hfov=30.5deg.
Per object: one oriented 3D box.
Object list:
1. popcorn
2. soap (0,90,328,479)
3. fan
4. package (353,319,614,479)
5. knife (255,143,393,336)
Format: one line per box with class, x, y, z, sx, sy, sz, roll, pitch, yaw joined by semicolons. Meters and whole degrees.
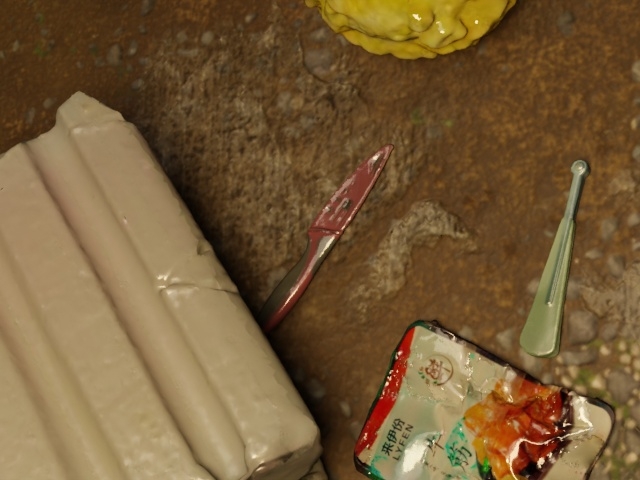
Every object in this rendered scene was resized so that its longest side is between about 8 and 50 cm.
popcorn;0.080;-0.303;1.160;0.233;0.192;0.266;-45;69;6
soap;-0.236;0.129;1.129;0.350;0.213;0.435;-31;65;-12
fan;0.225;0.016;1.113;0.038;0.016;0.193;10;81;27
package;0.148;0.184;1.092;0.232;0.040;0.166;25;88;28
knife;0.000;0.000;1.216;0.035;0.018;0.247;34;89;30
